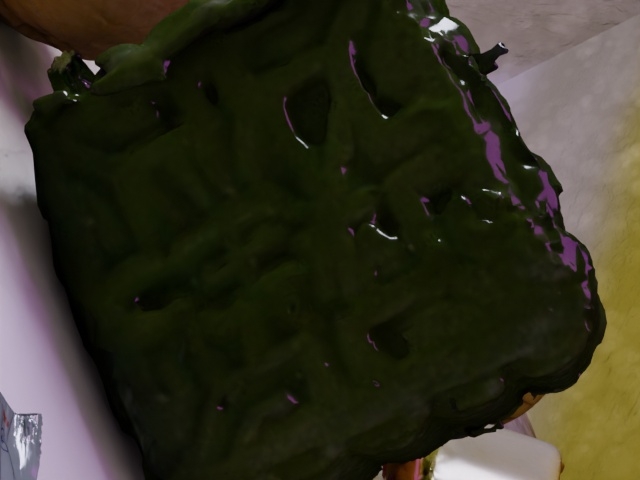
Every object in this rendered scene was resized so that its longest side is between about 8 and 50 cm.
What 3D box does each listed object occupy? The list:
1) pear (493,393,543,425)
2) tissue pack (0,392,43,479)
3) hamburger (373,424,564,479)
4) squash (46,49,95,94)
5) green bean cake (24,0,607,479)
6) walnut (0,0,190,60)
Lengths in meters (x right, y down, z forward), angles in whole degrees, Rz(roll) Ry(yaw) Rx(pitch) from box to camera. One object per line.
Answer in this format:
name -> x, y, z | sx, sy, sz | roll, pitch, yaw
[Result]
pear -> 0.140, 0.084, 2.020 | 0.281, 0.281, 0.281 | 61, 9, -17
tissue pack -> -0.187, 0.077, 0.875 | 0.193, 0.026, 0.122 | 55, 14, -40
hamburger -> 0.092, 0.266, 1.404 | 0.276, 0.179, 0.294 | -38, 128, -79
squash -> -0.138, -0.036, 1.397 | 0.252, 0.066, 0.066 | 60, 10, -24
green bean cake -> 0.000, 0.000, 1.222 | 0.319, 0.335, 0.218 | 61, 7, 12
walnut -> -0.179, -0.234, 1.378 | 0.195, 0.195, 0.221 | 66, 17, 17
